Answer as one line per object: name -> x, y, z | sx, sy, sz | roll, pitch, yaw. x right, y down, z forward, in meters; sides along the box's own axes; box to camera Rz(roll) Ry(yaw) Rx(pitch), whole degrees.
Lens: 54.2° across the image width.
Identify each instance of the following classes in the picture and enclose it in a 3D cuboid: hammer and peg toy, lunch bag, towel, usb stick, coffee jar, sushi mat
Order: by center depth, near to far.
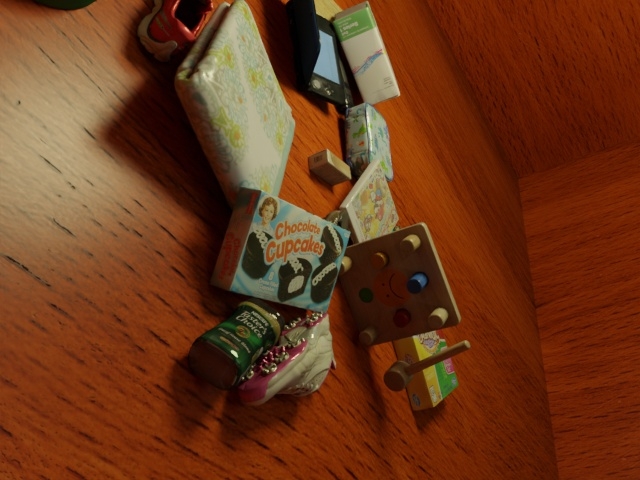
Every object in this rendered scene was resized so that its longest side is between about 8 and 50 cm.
coffee jar -> -0.135, 0.168, 1.059 | 0.096, 0.079, 0.184 | 32, 27, 9
towel -> -0.159, -0.260, 1.237 | 0.374, 0.090, 0.320 | -81, 154, -47
hammer and peg toy -> 0.201, 0.158, 1.493 | 0.127, 0.266, 0.361 | -28, 97, -62
lunch bag -> 0.143, -0.275, 1.832 | 0.176, 0.090, 0.219 | 23, 59, -56
usb stick -> 0.045, -0.515, 1.869 | 0.077, 0.045, 0.278 | 5, 68, -66
sushi mat -> 0.034, -0.720, 2.001 | 0.316, 0.019, 0.151 | 24, 52, -55

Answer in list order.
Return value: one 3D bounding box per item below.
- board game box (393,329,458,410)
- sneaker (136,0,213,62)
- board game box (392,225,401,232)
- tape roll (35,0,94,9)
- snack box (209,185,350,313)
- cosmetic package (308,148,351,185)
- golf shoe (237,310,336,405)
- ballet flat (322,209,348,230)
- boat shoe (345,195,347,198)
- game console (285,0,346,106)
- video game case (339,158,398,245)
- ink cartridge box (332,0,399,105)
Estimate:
board game box -> 0.285, 0.293, 1.777 | 0.242, 0.064, 0.316 | -7, 79, -62
sneaker -> -0.253, -0.448, 1.205 | 0.107, 0.118, 0.279 | 45, 37, -41
board game box -> 0.238, 0.051, 1.884 | 0.126, 0.026, 0.186 | -13, 85, -62
tape roll -> -0.438, -0.525, 0.965 | 0.321, 0.077, 0.321 | 38, 42, -45
snack box -> -0.066, 0.029, 1.226 | 0.322, 0.060, 0.187 | 22, 84, -55
cosmetic package -> 0.025, -0.187, 1.610 | 0.115, 0.060, 0.041 | 31, 47, -53
golf shoe -> -0.045, 0.242, 1.167 | 0.306, 0.115, 0.140 | -34, 107, -60
ballet flat -> 0.000, 0.000, 1.466 | 0.250, 0.058, 0.084 | -55, 143, -51
boat shoe -> 0.115, -0.127, 1.733 | 0.170, 0.063, 0.059 | -45, 118, -59
game console -> 0.010, -0.548, 1.674 | 0.250, 0.173, 0.293 | 12, 63, -43
video game case -> 0.137, -0.072, 1.683 | 0.227, 0.026, 0.206 | -56, 135, -41
ink cartridge box -> 0.144, -0.578, 1.941 | 0.201, 0.117, 0.278 | -82, 150, -64
